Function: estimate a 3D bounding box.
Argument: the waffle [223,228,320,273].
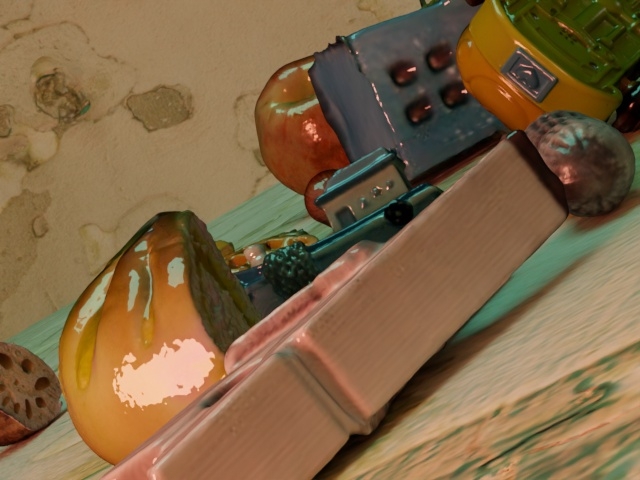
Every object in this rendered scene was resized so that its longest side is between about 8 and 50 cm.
[{"bbox_3d":[-0.105,0.043,1.560,0.208,0.054,0.214,-29,3,-12],"label":"waffle"}]

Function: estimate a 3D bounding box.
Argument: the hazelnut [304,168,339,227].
[{"bbox_3d":[0.021,-0.052,1.642,0.086,0.086,0.086,-31,6,4],"label":"hazelnut"}]

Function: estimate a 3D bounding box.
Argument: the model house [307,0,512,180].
[{"bbox_3d":[0.157,-0.209,1.634,0.303,0.215,0.237,-29,5,-11],"label":"model house"}]

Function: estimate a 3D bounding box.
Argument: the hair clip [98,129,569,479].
[{"bbox_3d":[0.017,0.056,0.729,0.331,0.085,0.101,-37,7,-34],"label":"hair clip"}]

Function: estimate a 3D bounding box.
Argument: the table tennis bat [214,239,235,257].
[{"bbox_3d":[-0.241,0.083,1.952,0.369,0.054,0.224,-31,3,46],"label":"table tennis bat"}]

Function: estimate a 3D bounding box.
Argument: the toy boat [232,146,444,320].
[{"bbox_3d":[0.000,0.000,1.149,0.238,0.098,0.109,-30,-11,11],"label":"toy boat"}]

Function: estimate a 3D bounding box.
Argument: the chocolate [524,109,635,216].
[{"bbox_3d":[0.182,-0.057,0.909,0.072,0.072,0.167,-31,9,5],"label":"chocolate"}]

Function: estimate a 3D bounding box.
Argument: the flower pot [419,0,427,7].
[{"bbox_3d":[0.269,-0.301,1.884,0.203,0.212,0.212,-23,7,6],"label":"flower pot"}]

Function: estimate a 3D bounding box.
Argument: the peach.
[{"bbox_3d":[0.010,-0.172,2.059,0.232,0.256,0.232,-11,52,14],"label":"peach"}]

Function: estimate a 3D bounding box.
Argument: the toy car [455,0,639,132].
[{"bbox_3d":[0.218,-0.168,1.161,0.248,0.200,0.142,-35,-15,-46],"label":"toy car"}]

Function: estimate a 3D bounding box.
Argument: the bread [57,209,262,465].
[{"bbox_3d":[-0.118,0.079,0.900,0.156,0.158,0.261,-38,6,-27],"label":"bread"}]

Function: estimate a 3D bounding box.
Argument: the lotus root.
[{"bbox_3d":[-0.371,0.179,1.477,0.081,0.122,0.112,-35,28,33],"label":"lotus root"}]
